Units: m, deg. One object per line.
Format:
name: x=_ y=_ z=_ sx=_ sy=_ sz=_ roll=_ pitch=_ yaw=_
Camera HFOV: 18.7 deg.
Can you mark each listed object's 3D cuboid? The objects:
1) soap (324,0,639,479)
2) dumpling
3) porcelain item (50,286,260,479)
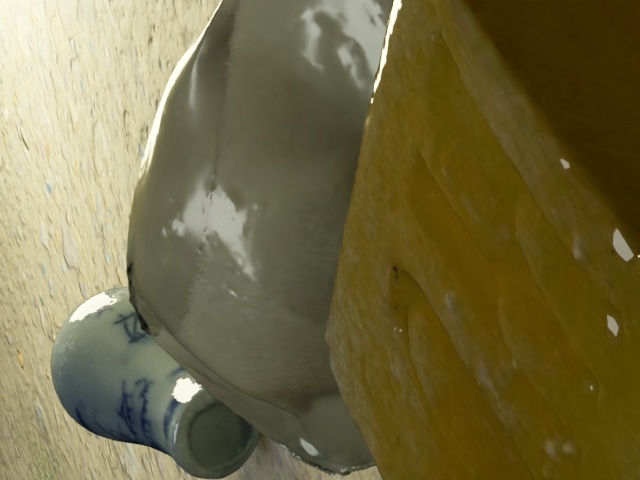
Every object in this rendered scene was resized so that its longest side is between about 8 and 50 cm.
soap: x=0.131 y=0.032 z=0.890 sx=0.293 sy=0.156 sz=0.335 roll=59 pitch=155 yaw=30
dumpling: x=0.002 y=-0.003 z=1.213 sx=0.260 sy=0.181 sz=0.341 roll=39 pitch=109 yaw=25
porcelain item: x=-0.152 y=0.125 z=1.736 sx=0.259 sy=0.141 sz=0.141 roll=27 pitch=128 yaw=55
